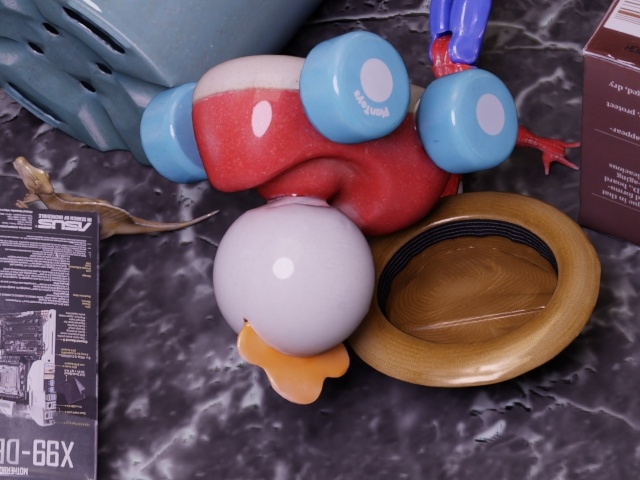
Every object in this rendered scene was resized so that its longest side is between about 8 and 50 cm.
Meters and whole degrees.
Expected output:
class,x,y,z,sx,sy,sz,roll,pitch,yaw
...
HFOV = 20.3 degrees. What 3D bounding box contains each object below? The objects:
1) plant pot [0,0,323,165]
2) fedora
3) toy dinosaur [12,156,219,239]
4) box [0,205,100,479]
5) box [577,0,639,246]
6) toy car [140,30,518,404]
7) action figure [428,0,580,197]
class,x,y,z,sx,sy,sz,roll,pitch,yaw
plant pot,-0.124,-0.264,1.460,0.341,0.341,0.334,23,67,24
fedora,0.114,0.050,1.316,0.194,0.079,0.194,-11,49,12
toy dinosaur,-0.176,-0.016,1.412,0.092,0.183,0.053,-13,67,48
box,-0.314,0.083,1.295,0.307,0.076,0.242,3,53,-12
box,0.301,-0.103,1.331,0.167,0.203,0.168,21,58,22
toy car,0.000,0.000,1.260,0.219,0.210,0.238,-10,74,47
action figure,0.139,-0.156,1.444,0.091,0.139,0.280,1,81,58
